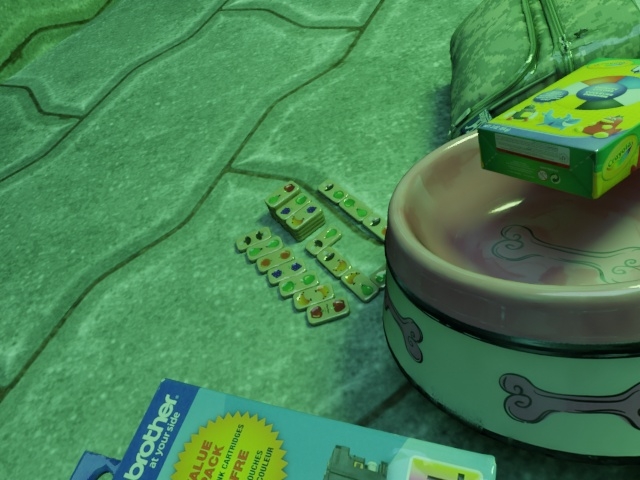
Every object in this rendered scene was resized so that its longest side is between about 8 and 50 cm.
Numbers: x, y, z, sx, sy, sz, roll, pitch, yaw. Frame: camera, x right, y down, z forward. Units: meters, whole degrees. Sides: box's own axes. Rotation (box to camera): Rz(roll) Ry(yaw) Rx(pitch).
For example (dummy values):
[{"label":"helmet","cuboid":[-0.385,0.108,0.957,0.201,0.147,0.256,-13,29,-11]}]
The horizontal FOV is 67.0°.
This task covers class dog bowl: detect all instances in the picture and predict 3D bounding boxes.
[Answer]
[{"label":"dog bowl","cuboid":[0.249,-0.001,0.496,0.407,0.150,0.408,-14,31,8]}]

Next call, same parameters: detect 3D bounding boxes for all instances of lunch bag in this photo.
[{"label":"lunch bag","cuboid":[0.320,-0.245,0.719,0.256,0.212,0.305,-15,46,29]}]

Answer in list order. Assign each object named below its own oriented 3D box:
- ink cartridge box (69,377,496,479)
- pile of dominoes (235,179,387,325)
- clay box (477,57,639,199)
[{"label":"ink cartridge box","cuboid":[-0.063,0.295,0.429,0.395,0.151,0.270,4,53,22]},{"label":"pile of dominoes","cuboid":[0.000,0.000,0.719,0.196,0.040,0.251,-37,50,-14]},{"label":"clay box","cuboid":[0.282,-0.127,0.478,0.222,0.053,0.127,-32,34,-18]}]
